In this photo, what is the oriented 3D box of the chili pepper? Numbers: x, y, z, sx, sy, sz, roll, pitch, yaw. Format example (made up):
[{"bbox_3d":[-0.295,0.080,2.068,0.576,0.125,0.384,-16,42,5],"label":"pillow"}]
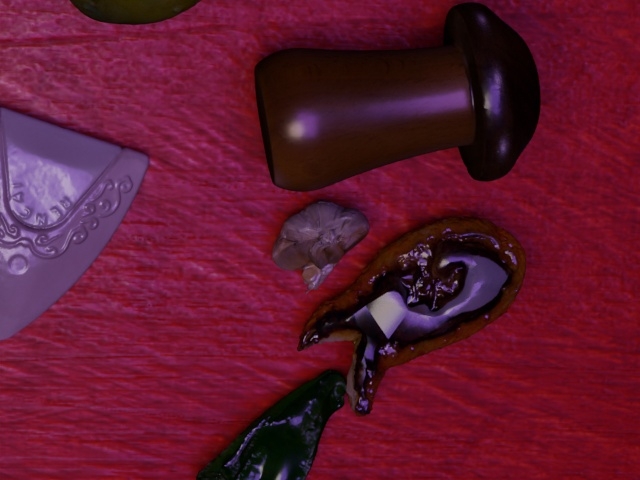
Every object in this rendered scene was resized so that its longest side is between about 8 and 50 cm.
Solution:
[{"bbox_3d":[-0.045,0.234,2.078,0.216,0.062,0.108,-45,114,-1],"label":"chili pepper"}]

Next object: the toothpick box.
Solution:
[{"bbox_3d":[0.084,-0.143,1.966,0.294,0.192,0.192,-10,104,-5],"label":"toothpick box"}]

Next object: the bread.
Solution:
[{"bbox_3d":[0.104,0.069,2.064,0.269,0.095,0.139,-36,89,4],"label":"bread"}]

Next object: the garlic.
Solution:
[{"bbox_3d":[-0.002,-0.004,2.028,0.113,0.094,0.074,-27,66,0],"label":"garlic"}]

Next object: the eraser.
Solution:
[{"bbox_3d":[-0.310,-0.008,1.962,0.204,0.059,0.243,17,93,-16],"label":"eraser"}]

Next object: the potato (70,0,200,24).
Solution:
[{"bbox_3d":[-0.166,-0.327,1.868,0.253,0.148,0.186,-33,137,23],"label":"potato"}]
